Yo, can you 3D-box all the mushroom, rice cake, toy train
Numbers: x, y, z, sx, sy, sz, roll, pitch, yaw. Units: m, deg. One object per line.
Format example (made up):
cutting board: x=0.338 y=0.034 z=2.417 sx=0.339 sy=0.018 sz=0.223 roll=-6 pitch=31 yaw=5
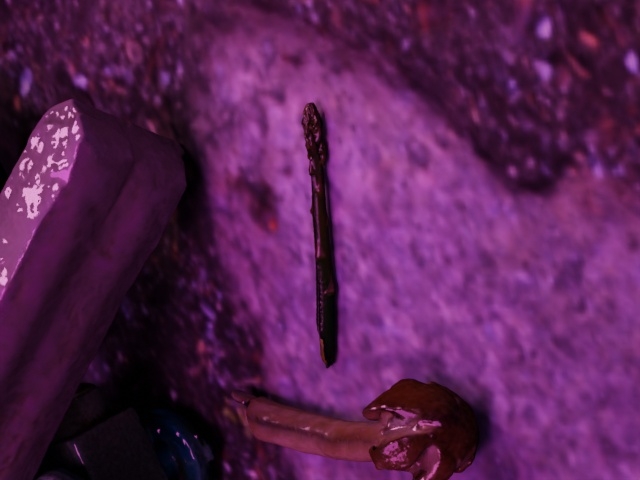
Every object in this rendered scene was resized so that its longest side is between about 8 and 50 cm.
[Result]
mushroom: x=0.012 y=0.110 z=0.983 sx=0.187 sy=0.061 sz=0.060 roll=-4 pitch=111 yaw=45
rice cake: x=-0.179 y=0.063 z=0.996 sx=0.050 sy=0.106 sz=0.298 roll=31 pitch=96 yaw=35
toy train: x=-0.130 y=0.240 z=1.120 sx=0.194 sy=0.120 sz=0.298 roll=-19 pitch=96 yaw=48

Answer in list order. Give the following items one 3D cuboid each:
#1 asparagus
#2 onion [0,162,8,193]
asparagus: x=0.000 y=0.000 z=0.972 sx=0.016 sy=0.013 sz=0.166 roll=9 pitch=115 yaw=26
onion: x=-0.268 y=0.010 z=1.045 sx=0.285 sy=0.273 sz=0.273 roll=-14 pitch=100 yaw=25
